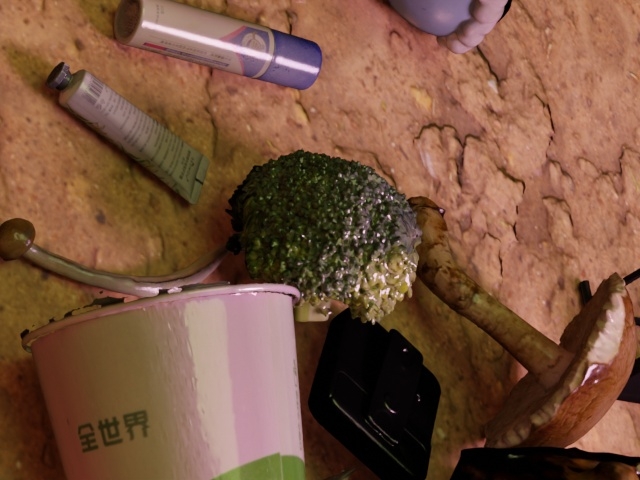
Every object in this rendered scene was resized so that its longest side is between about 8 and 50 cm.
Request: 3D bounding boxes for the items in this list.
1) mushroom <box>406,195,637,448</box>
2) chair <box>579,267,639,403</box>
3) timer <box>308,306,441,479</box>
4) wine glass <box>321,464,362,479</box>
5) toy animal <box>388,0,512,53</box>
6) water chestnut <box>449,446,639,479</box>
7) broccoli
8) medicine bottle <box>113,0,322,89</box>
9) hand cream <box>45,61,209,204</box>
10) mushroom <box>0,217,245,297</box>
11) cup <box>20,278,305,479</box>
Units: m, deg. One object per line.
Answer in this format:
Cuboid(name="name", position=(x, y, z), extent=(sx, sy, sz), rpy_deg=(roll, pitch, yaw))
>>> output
Cuboid(name="mushroom", position=(0.188, 0.114, 2.042), extent=(0.233, 0.302, 0.208), rpy_deg=(-45, 142, -47))
Cuboid(name="chair", position=(0.411, 0.150, 2.201), extent=(0.141, 0.154, 0.260), rpy_deg=(11, 58, -35))
Cuboid(name="timer", position=(0.062, 0.154, 1.932), extent=(0.144, 0.055, 0.187), rpy_deg=(42, 28, -15))
Cuboid(name="wine glass", position=(0.049, 0.321, 1.863), extent=(0.066, 0.066, 0.198), rpy_deg=(-12, 77, -43))
Cuboid(name="toy animal", position=(0.130, -0.328, 2.211), extent=(0.204, 0.156, 0.208), rpy_deg=(30, 35, -21))
Cuboid(name="water chestnut", position=(0.244, 0.365, 1.861), extent=(0.335, 0.335, 0.347), rpy_deg=(2, 102, -40))
Cuboid(name="broccoli", position=(0.001, -0.003, 1.914), extent=(0.198, 0.226, 0.176), rpy_deg=(16, 77, -20))
Cuboid(name="medicine bottle", position=(-0.105, -0.209, 2.013), extent=(0.231, 0.059, 0.059), rpy_deg=(11, 61, -35))
Cuboid(name="hand cream", position=(-0.191, -0.110, 1.907), extent=(0.194, 0.042, 0.067), rpy_deg=(38, 40, -26))
Cuboid(name="mushroom", position=(-0.178, 0.022, 1.849), extent=(0.306, 0.043, 0.068), rpy_deg=(8, 82, -39))
Cuboid(name="cup", position=(-0.119, 0.189, 1.675), extent=(0.253, 0.253, 0.274), rpy_deg=(-1, 75, -41))
